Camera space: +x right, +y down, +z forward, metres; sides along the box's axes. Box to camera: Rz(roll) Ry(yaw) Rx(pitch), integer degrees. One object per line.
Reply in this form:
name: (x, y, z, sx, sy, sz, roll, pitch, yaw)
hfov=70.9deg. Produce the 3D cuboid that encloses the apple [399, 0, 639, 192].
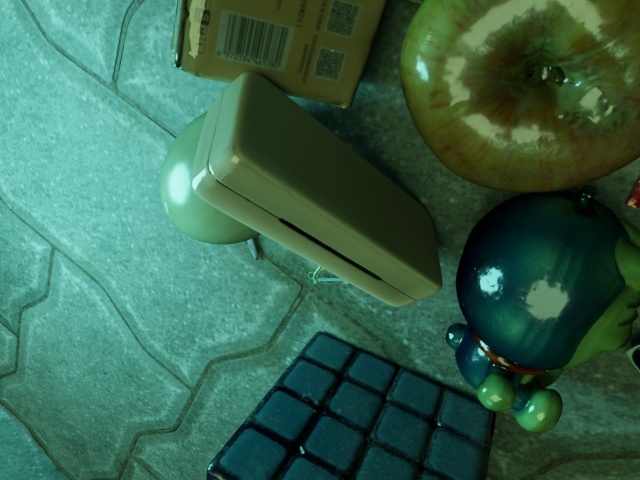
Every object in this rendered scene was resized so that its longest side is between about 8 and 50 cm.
apple: (0.211, -0.167, 0.433, 0.261, 0.194, 0.260, 12, 120, 21)

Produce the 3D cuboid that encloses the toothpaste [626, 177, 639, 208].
toothpaste: (0.442, -0.028, 0.479, 0.191, 0.031, 0.048, 22, 125, 20)

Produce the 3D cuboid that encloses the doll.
doll: (0.248, 0.077, 0.530, 0.186, 0.198, 0.321, 20, 125, 16)

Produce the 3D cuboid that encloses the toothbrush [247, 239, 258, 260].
toothbrush: (-0.139, -0.051, 0.785, 0.013, 0.019, 0.193, -4, 113, 29)

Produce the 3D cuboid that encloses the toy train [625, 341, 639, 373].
toy train: (0.466, 0.206, 0.568, 0.207, 0.047, 0.043, 50, 125, -1)

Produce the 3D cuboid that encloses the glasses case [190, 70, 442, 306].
glasses case: (0.016, -0.043, 0.533, 0.076, 0.143, 0.336, -31, 132, 34)

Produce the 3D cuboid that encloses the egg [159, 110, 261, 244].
egg: (-0.127, -0.093, 0.653, 0.253, 0.186, 0.186, -35, 94, 39)

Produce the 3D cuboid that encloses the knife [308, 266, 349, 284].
knife: (0.001, -0.001, 0.730, 0.078, 0.022, 0.166, -5, 113, 23)

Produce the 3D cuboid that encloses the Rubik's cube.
Rubik's cube: (0.042, 0.417, 0.716, 0.337, 0.344, 0.343, 21, 120, 17)

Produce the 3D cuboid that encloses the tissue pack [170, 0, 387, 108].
tissue pack: (-0.038, -0.342, 0.496, 0.239, 0.238, 0.305, 29, 125, 13)

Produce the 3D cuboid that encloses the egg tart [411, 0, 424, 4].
egg tart: (0.122, -0.317, 0.501, 0.105, 0.039, 0.105, 12, 118, 23)
